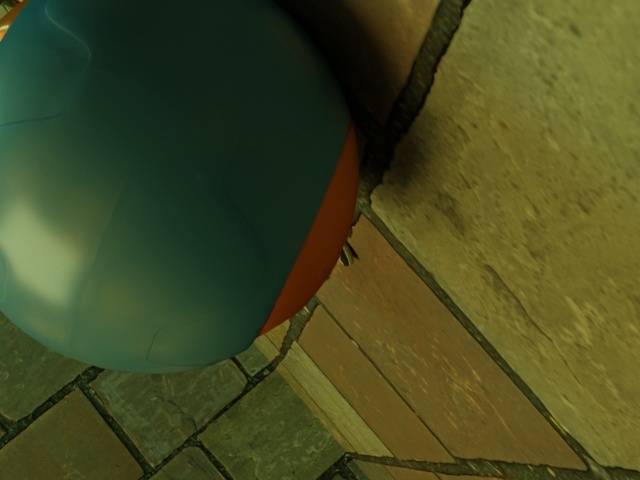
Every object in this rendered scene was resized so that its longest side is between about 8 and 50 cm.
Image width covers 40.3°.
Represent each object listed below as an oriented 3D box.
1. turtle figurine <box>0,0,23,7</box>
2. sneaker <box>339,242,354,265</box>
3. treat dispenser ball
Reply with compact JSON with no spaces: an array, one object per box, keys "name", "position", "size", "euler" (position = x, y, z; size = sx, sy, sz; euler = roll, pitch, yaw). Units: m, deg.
[{"name":"turtle figurine","position":[-0.434,-0.343,1.266],"size":[0.175,0.118,0.234],"euler":[21,142,14]},{"name":"sneaker","position":[0.000,0.000,0.938],"size":[0.083,0.037,0.032],"euler":[49,166,0]},{"name":"treat dispenser ball","position":[-0.117,-0.051,0.624],"size":[0.288,0.288,0.288],"euler":[47,167,14]}]
